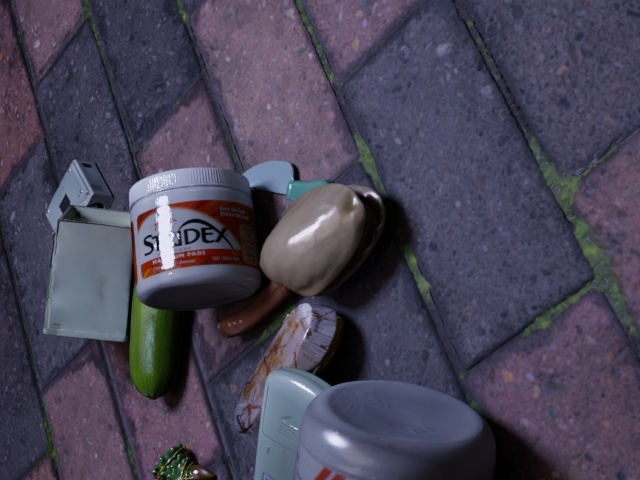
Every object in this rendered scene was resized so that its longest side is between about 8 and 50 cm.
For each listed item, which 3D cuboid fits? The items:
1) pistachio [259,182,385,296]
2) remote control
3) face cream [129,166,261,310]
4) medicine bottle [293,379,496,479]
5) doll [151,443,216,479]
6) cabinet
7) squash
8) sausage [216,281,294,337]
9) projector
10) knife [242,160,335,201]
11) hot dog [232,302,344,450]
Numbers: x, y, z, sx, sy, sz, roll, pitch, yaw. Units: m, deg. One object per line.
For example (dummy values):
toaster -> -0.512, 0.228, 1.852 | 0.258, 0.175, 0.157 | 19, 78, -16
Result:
pistachio -> 0.000, 0.000, 1.579 | 0.223, 0.126, 0.152 | -32, 64, 38
remote control -> -0.035, 0.325, 1.521 | 0.140, 0.056, 0.296 | 20, 111, 38
face cream -> -0.202, 0.002, 1.739 | 0.201, 0.201, 0.187 | -23, 68, 43
medicine bottle -> 0.081, 0.354, 1.360 | 0.245, 0.245, 0.306 | 21, 109, 46
doll -> -0.233, 0.397, 1.809 | 0.113, 0.077, 0.078 | 44, 107, 40
cabinet -> -0.403, 0.055, 1.920 | 0.145, 0.150, 0.206 | -111, 28, -78
squash -> -0.279, 0.089, 1.885 | 0.101, 0.101, 0.378 | 7, 94, 47
sausage -> -0.097, 0.104, 1.725 | 0.177, 0.047, 0.040 | -41, 54, 34
projector -> -0.484, -0.070, 2.151 | 0.147, 0.061, 0.115 | -56, 51, 27
knife -> -0.056, -0.093, 1.724 | 0.260, 0.035, 0.063 | 22, 102, 49
hot dog -> -0.052, 0.200, 1.622 | 0.252, 0.069, 0.131 | -57, 25, 14
